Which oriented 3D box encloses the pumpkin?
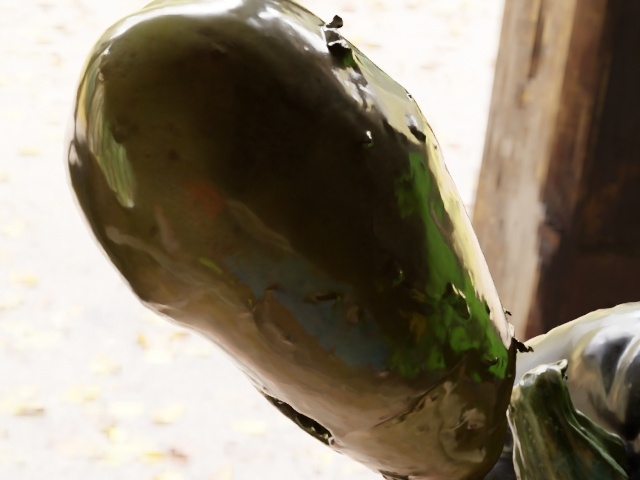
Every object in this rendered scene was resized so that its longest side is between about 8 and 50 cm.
[{"bbox_3d":[0.193,0.171,1.028,0.296,0.296,0.296,5,28,-2],"label":"pumpkin"}]

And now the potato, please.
[{"bbox_3d":[0.000,0.000,0.812,0.141,0.296,0.191,-28,27,19],"label":"potato"}]
